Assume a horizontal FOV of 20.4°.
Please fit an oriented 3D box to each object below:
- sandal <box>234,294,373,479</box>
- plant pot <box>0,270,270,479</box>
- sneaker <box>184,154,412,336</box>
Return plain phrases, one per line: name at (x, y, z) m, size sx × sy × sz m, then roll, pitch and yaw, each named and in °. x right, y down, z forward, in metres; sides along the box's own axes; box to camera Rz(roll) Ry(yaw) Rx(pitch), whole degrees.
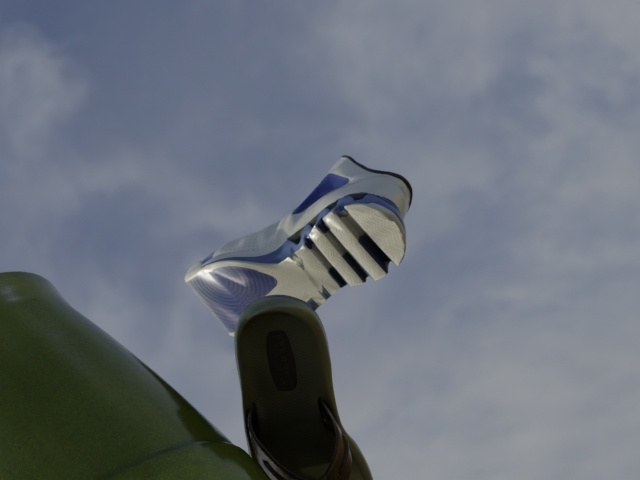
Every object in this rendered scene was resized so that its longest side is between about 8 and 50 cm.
sandal at (-0.024, 0.203, 1.801) m, size 0.120 × 0.086 × 0.302 m, roll -16°, pitch -69°, yaw 4°
plant pot at (-0.268, 0.230, 1.722) m, size 0.366 × 0.353 × 0.366 m, roll -31°, pitch -25°, yaw -17°
sneaker at (0.001, -0.001, 2.204) m, size 0.315 × 0.127 × 0.182 m, roll -25°, pitch 19°, yaw 33°
